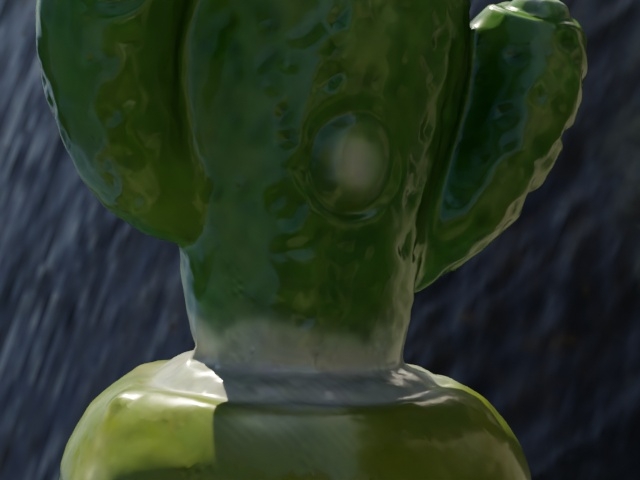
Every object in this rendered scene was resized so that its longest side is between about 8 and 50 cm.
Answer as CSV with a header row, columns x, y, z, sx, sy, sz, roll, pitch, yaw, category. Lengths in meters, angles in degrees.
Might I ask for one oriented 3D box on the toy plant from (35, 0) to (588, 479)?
x,y,z,sx,sy,sz,roll,pitch,yaw,category
0.000,0.000,0.679,0.184,0.224,0.316,-163,75,-67,toy plant
